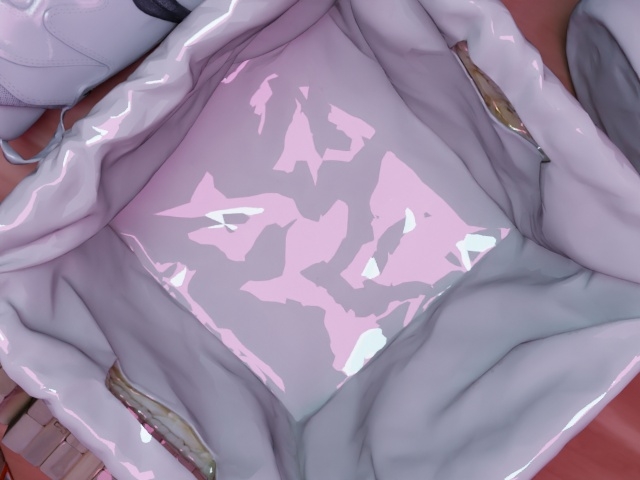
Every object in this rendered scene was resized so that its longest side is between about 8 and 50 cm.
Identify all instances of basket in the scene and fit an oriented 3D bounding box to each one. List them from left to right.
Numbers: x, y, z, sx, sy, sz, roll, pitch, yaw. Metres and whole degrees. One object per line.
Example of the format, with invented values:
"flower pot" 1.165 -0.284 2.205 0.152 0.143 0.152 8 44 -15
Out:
"basket" 0.000 0.000 0.695 0.331 0.266 0.328 -43 104 4

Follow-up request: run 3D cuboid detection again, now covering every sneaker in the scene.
"sneaker" -0.255 -0.219 0.678 0.366 0.137 0.210 41 92 -17

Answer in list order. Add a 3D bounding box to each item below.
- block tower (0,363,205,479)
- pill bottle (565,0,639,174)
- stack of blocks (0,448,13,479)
"block tower" -0.201 0.102 0.781 0.335 0.091 0.097 42 94 -13
"pill bottle" 0.346 -0.148 0.756 0.302 0.169 0.169 -23 104 -2
"stack of blocks" -0.372 0.264 0.796 0.297 0.087 0.171 -17 104 -3
